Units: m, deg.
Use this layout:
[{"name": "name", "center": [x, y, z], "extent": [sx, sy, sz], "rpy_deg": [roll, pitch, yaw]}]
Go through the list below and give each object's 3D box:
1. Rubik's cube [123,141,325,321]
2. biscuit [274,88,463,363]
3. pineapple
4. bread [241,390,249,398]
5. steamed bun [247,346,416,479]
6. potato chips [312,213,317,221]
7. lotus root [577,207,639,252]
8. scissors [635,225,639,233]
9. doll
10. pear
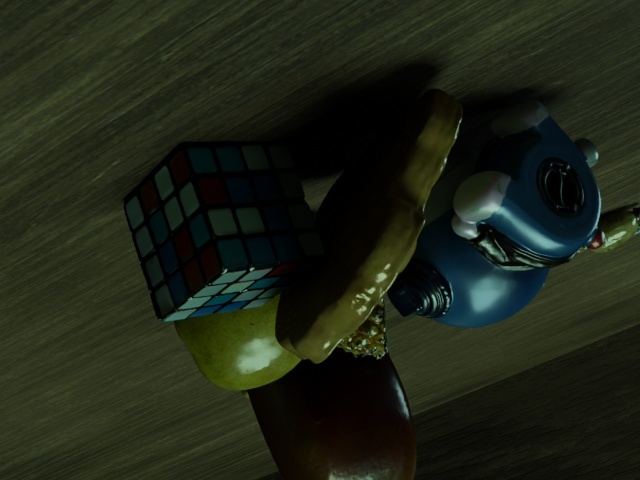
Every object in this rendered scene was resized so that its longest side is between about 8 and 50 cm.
[{"name": "Rubik's cube", "center": [-0.112, -0.010, 1.376], "extent": [0.151, 0.154, 0.155], "rpy_deg": [-5, 160, -40]}, {"name": "biscuit", "center": [0.050, -0.009, 1.367], "extent": [0.057, 0.312, 0.351], "rpy_deg": [28, 135, -13]}, {"name": "pineapple", "center": [0.037, 0.117, 1.960], "extent": [0.136, 0.162, 0.176], "rpy_deg": [-7, 162, 1]}, {"name": "bread", "center": [-0.026, 0.253, 2.433], "extent": [0.305, 0.091, 0.142], "rpy_deg": [-2, 150, -44]}, {"name": "steamed bun", "center": [0.014, 0.281, 2.081], "extent": [0.235, 0.379, 0.248], "rpy_deg": [-12, 152, -24]}, {"name": "potato chips", "center": [0.000, 0.000, 1.675], "extent": [0.057, 0.080, 0.407], "rpy_deg": [-46, 151, 25]}, {"name": "lotus root", "center": [0.534, -0.013, 2.231], "extent": [0.152, 0.063, 0.072], "rpy_deg": [-30, 170, 25]}, {"name": "scissors", "center": [0.665, -0.029, 2.403], "extent": [0.119, 0.014, 0.058], "rpy_deg": [-16, 163, -20]}, {"name": "doll", "center": [0.215, -0.016, 1.566], "extent": [0.284, 0.240, 0.310], "rpy_deg": [-42, -174, -36]}, {"name": "pear", "center": [-0.100, 0.101, 1.673], "extent": [0.208, 0.209, 0.209], "rpy_deg": [-17, 164, -5]}]
